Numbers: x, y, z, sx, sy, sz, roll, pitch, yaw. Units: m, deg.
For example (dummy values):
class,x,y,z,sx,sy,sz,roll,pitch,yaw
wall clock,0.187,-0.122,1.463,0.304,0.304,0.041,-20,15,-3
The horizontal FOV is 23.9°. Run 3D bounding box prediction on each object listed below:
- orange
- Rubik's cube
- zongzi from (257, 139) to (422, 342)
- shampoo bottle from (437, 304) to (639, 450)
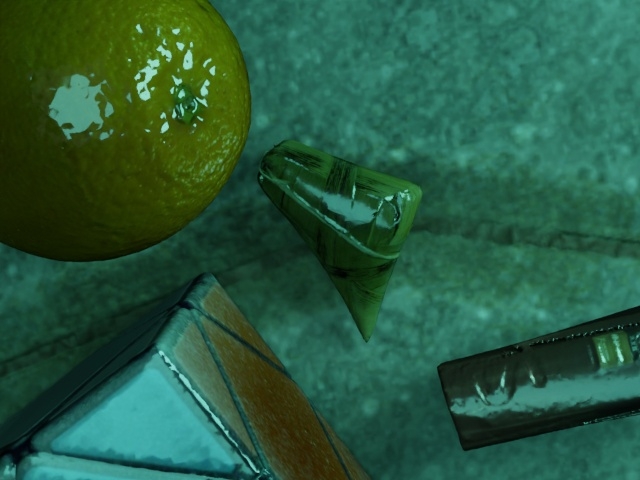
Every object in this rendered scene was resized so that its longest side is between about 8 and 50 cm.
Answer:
class,x,y,z,sx,sy,sz,roll,pitch,yaw
orange,-0.137,-0.080,0.874,0.206,0.206,0.206,1,101,4
Rubik's cube,-0.098,0.172,0.920,0.205,0.207,0.205,-37,97,10
zongzi,0.000,0.000,0.965,0.104,0.052,0.113,21,114,8
shampoo bottle,0.195,0.079,0.951,0.236,0.067,0.068,-16,90,7
